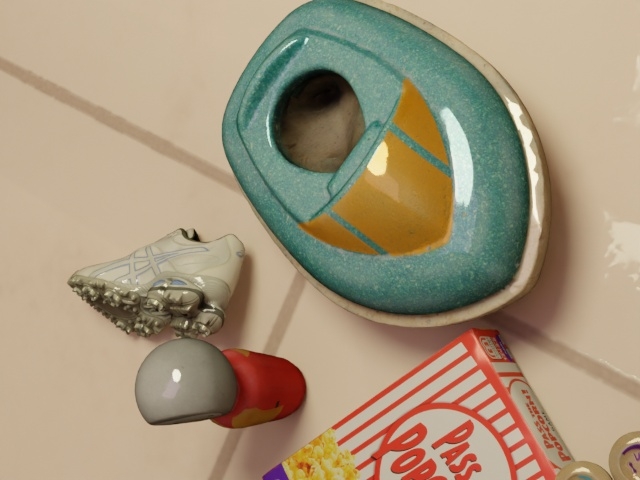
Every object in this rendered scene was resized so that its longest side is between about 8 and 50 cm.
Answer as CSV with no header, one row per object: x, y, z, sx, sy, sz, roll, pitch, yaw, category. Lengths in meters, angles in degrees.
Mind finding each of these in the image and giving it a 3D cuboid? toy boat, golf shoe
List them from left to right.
-0.127,0.029,0.880,0.176,0.069,0.086,3,52,41,golf shoe
0.000,0.000,0.737,0.267,0.148,0.318,40,104,31,toy boat

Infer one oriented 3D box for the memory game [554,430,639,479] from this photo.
0.200,0.198,0.615,0.186,0.012,0.186,-4,81,24,memory game

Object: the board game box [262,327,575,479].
0.070,0.170,0.727,0.193,0.045,0.146,-39,66,22,board game box
